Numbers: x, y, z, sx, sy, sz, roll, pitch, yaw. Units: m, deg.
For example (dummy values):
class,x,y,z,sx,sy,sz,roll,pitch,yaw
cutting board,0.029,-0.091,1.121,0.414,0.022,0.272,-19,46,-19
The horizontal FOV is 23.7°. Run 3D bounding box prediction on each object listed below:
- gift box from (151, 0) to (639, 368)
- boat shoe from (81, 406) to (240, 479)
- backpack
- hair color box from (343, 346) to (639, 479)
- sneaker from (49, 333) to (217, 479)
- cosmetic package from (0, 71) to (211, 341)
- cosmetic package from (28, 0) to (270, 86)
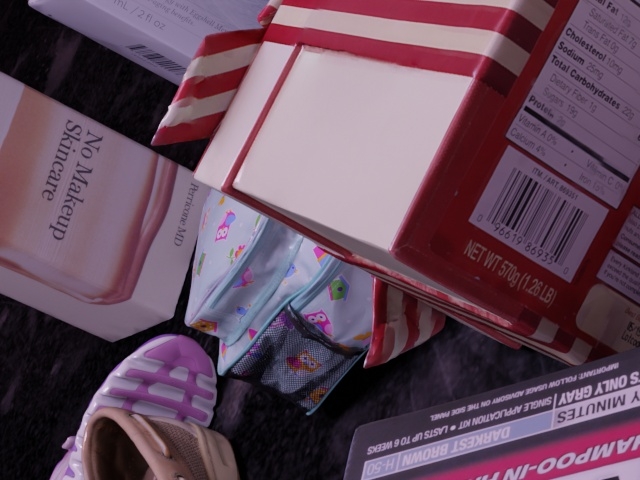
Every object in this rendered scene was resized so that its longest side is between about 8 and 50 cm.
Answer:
class,x,y,z,sx,sy,sz,roll,pitch,yaw
gift box,0.087,-0.057,0.804,0.276,0.255,0.258,-58,28,-3
boat shoe,-0.106,0.230,1.036,0.121,0.110,0.341,-58,25,13
backpack,0.000,0.000,1.036,0.188,0.144,0.166,-38,30,36
hair color box,0.085,0.216,0.570,0.185,0.113,0.374,-20,33,28
sneaker,-0.169,0.176,1.240,0.236,0.095,0.104,-62,19,4
cosmetic package,-0.265,-0.039,1.374,0.129,0.296,0.153,-21,50,52
cosmetic package,-0.100,-0.262,1.359,0.138,0.224,0.224,6,72,63
